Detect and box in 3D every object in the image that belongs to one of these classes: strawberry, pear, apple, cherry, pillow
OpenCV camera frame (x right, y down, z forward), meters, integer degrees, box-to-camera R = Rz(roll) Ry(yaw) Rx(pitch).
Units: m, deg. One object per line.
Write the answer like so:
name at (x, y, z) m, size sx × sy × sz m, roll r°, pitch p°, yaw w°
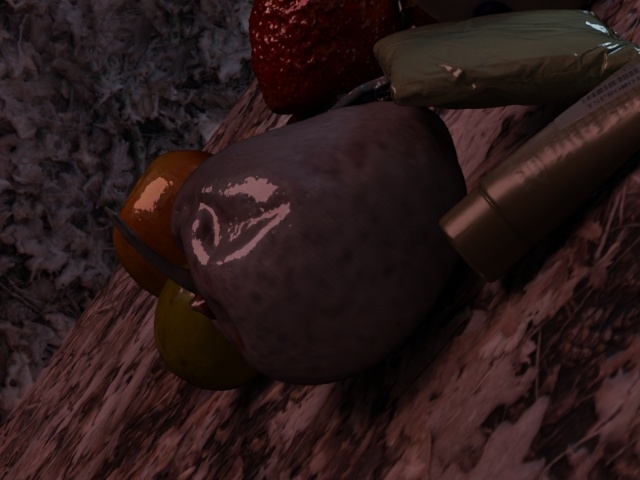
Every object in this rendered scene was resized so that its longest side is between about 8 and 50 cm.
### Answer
strawberry at (-0.008, -0.328, 2.170) m, size 0.277 × 0.257 × 0.257 m, roll -69°, pitch 17°, yaw -11°
pear at (-0.133, 0.110, 1.823) m, size 0.200 × 0.200 × 0.200 m, roll -48°, pitch 14°, yaw 17°
apple at (-0.238, -0.027, 2.381) m, size 0.286 × 0.233 × 0.286 m, roll -50°, pitch 14°, yaw 17°
cherry at (-0.001, 0.001, 1.437) m, size 0.335 × 0.291 × 0.326 m, roll -30°, pitch 1°, yaw 19°
pillow at (0.202, -0.198, 1.471) m, size 0.274 × 0.076 × 0.281 m, roll -7°, pitch 19°, yaw -1°

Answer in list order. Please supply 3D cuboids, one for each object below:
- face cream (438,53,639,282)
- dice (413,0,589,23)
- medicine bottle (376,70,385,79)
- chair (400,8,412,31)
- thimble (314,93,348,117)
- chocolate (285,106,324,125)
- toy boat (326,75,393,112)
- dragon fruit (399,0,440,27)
face cream at (0.264, -0.099, 1.283) m, size 0.341 × 0.084 × 0.137 m, roll -42°, pitch 17°, yaw 8°
dice at (0.256, -0.422, 1.732) m, size 0.251 × 0.243 × 0.259 m, roll -30°, pitch 31°, yaw 51°
medicine bottle at (0.064, -0.279, 2.335) m, size 0.203 × 0.083 × 0.083 m, roll -25°, pitch 30°, yaw 49°
chair at (0.115, -0.565, 2.358) m, size 0.410 × 0.364 × 0.362 m, roll -31°, pitch 25°, yaw 45°
thimble at (0.028, -0.150, 2.104) m, size 0.150 × 0.097 × 0.150 m, roll -48°, pitch 16°, yaw 18°
chocolate at (0.012, -0.175, 2.250) m, size 0.133 × 0.127 × 0.124 m, roll -30°, pitch 54°, yaw 29°
toy boat at (0.035, -0.119, 1.930) m, size 0.309 × 0.129 × 0.142 m, roll -51°, pitch -1°, yaw 13°
dragon fruit at (0.219, -0.413, 2.094) m, size 0.246 × 0.125 × 0.125 m, roll -32°, pitch 20°, yaw 40°
